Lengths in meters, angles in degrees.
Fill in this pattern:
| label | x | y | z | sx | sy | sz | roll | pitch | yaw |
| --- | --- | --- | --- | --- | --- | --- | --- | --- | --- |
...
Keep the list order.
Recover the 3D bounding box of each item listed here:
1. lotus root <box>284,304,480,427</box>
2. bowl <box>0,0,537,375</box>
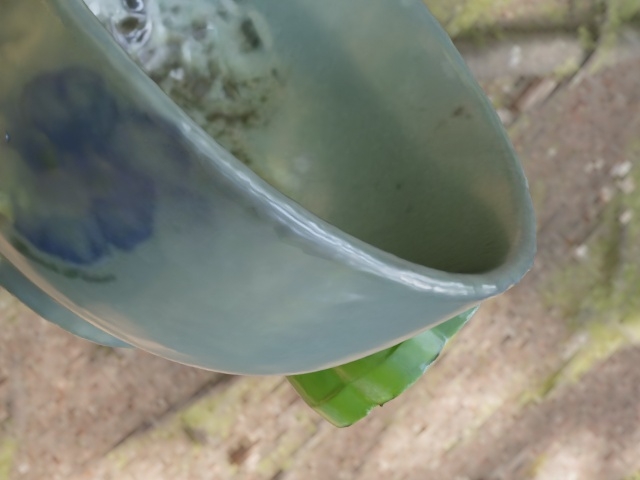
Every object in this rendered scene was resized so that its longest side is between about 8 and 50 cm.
| label | x | y | z | sx | sy | sz | roll | pitch | yaw |
| --- | --- | --- | --- | --- | --- | --- | --- | --- | --- |
| lotus root | 0.000 | 0.000 | 1.110 | 0.186 | 0.186 | 0.186 | -27 | 142 | -24 |
| bowl | -0.063 | -0.050 | 0.697 | 0.146 | 0.289 | 0.289 | -43 | 149 | 24 |
